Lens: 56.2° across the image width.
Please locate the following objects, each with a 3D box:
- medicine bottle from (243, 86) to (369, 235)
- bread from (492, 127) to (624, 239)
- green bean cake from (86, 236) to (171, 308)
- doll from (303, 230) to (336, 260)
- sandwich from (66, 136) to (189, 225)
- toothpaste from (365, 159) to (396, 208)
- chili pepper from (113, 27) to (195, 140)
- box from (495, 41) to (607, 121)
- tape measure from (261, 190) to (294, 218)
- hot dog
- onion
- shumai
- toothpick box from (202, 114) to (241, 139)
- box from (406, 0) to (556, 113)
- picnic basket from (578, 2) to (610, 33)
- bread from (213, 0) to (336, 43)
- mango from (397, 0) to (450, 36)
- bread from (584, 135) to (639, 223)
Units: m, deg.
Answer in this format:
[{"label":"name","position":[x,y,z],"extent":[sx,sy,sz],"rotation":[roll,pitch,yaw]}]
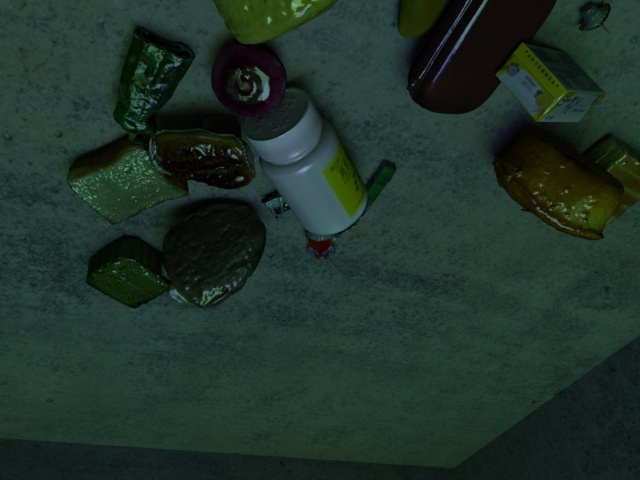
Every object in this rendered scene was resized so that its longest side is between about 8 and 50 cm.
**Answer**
[{"label":"medicine bottle","position":[-0.033,-0.197,1.568],"extent":[0.213,0.214,0.379],"rotation":[-23,137,13]},{"label":"bread","position":[0.666,-0.156,1.671],"extent":[0.358,0.337,0.204],"rotation":[31,117,-5]},{"label":"green bean cake","position":[-0.587,0.102,1.849],"extent":[0.200,0.113,0.214],"rotation":[-26,136,20]},{"label":"doll","position":[0.000,0.000,1.891],"extent":[0.102,0.075,0.227],"rotation":[-2,148,4]},{"label":"sandwich","position":[-0.515,-0.156,1.604],"extent":[0.251,0.087,0.226],"rotation":[-22,136,11]},{"label":"toothpaste","position":[0.162,-0.160,1.783],"extent":[0.043,0.037,0.178],"rotation":[16,131,-22]},{"label":"chili pepper","position":[-0.409,-0.347,1.409],"extent":[0.136,0.099,0.270],"rotation":[7,133,-36]},{"label":"box","position":[0.565,-0.379,1.462],"extent":[0.265,0.168,0.097],"rotation":[-13,153,-46]},{"label":"tape measure","position":[-0.113,-0.110,1.764],"extent":[0.091,0.054,0.094],"rotation":[-33,125,20]},{"label":"hot dog","position":[-0.291,-0.201,1.476],"extent":[0.270,0.082,0.163],"rotation":[7,136,7]},{"label":"onion","position":[-0.166,-0.373,1.396],"extent":[0.177,0.153,0.177],"rotation":[-5,145,-3]},{"label":"shumai","position":[-0.312,0.061,1.791],"extent":[0.330,0.292,0.288],"rotation":[-43,164,-19]},{"label":"toothpick box","position":[-0.256,-0.239,1.559],"extent":[0.098,0.098,0.149],"rotation":[-2,138,-10]},{"label":"box","position":[0.373,-0.472,1.403],"extent":[0.263,0.108,0.404],"rotation":[-3,141,-36]},{"label":"picnic basket","position":[0.672,-0.539,1.462],"extent":[0.083,0.065,0.083],"rotation":[39,115,-22]},{"label":"bread","position":[-0.096,-0.558,1.076],"extent":[0.348,0.348,0.308],"rotation":[-31,129,21]},{"label":"mango","position":[0.234,-0.550,1.345],"extent":[0.122,0.086,0.191],"rotation":[-19,149,-10]},{"label":"bread","position":[0.900,-0.182,1.862],"extent":[0.246,0.111,0.239],"rotation":[20,130,-30]}]
